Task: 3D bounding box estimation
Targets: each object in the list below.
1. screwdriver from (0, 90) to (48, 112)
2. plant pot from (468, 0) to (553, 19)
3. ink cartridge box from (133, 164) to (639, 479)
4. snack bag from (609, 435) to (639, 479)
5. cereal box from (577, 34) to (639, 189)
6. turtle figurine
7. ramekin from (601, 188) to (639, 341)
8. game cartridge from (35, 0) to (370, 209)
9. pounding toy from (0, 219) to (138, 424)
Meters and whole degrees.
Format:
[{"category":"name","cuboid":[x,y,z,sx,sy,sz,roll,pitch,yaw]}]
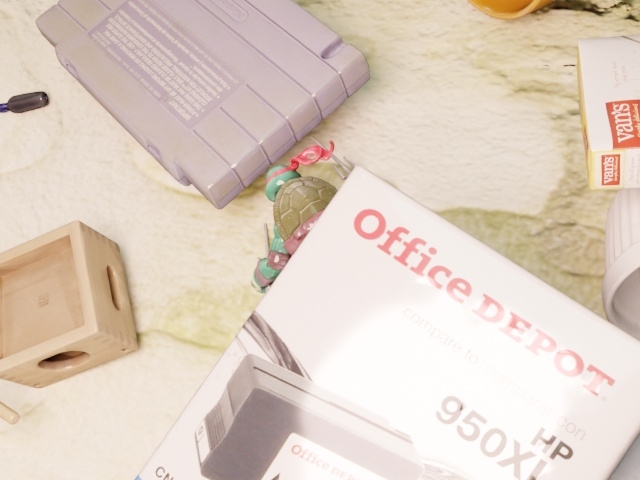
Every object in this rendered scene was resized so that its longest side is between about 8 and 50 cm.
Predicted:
[{"category":"screwdriver","cuboid":[-0.426,-0.168,1.112,0.170,0.024,0.025,-7,33,16]},{"category":"plant pot","cuboid":[0.258,-0.380,0.978,0.188,0.205,0.205,-27,60,-19]},{"category":"ink cartridge box","cuboid":[0.046,0.184,0.688,0.285,0.166,0.395,34,89,22]},{"category":"snack bag","cuboid":[0.311,0.237,0.620,0.323,0.037,0.342,-44,38,22]},{"category":"cereal box","cuboid":[0.335,-0.114,0.701,0.240,0.047,0.173,-2,42,13]},{"category":"turtle figurine","cuboid":[0.000,0.000,0.879,0.175,0.118,0.234,-35,70,3]},{"category":"ramekin","cuboid":[0.347,0.006,0.750,0.207,0.207,0.109,-2,55,11]},{"category":"game cartridge","cuboid":[-0.144,-0.212,0.974,0.230,0.068,0.355,-44,62,-5]},{"category":"pounding toy","cuboid":[-0.302,0.109,0.905,0.206,0.094,0.181,-22,66,11]}]
